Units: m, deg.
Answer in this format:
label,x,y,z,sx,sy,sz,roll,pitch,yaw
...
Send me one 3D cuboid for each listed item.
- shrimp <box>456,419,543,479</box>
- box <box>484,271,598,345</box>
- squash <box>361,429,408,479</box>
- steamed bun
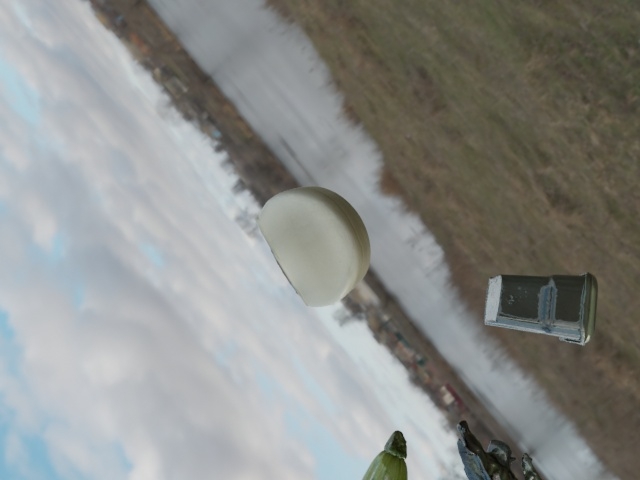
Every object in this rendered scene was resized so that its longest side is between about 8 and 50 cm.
label,x,y,z,sx,sy,sz,roll,pitch,yaw
shrimp,0.168,0.396,0.913,0.085,0.272,0.444,26,132,62
box,0.426,0.130,1.696,0.274,0.178,0.138,53,-138,-82
squash,0.142,0.453,1.736,0.105,0.132,0.105,16,-177,-1
steamed bun,0.000,0.000,1.708,0.241,0.164,0.146,60,-160,-1
